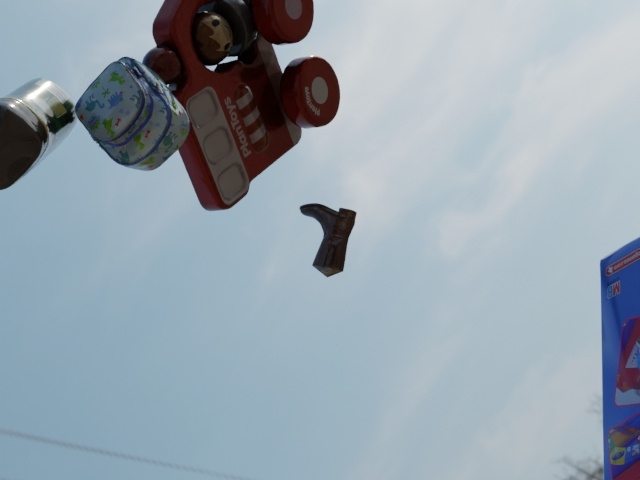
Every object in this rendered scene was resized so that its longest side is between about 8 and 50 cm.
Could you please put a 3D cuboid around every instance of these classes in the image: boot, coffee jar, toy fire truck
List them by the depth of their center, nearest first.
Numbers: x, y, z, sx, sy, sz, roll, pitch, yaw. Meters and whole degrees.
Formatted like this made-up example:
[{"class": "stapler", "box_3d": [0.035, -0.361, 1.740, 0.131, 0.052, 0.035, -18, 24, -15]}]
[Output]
[{"class": "coffee jar", "box_3d": [-0.331, -0.118, 1.210, 0.096, 0.079, 0.184, -44, 11, 13]}, {"class": "toy fire truck", "box_3d": [-0.124, -0.222, 1.488, 0.254, 0.169, 0.302, -46, -55, -44]}, {"class": "boot", "box_3d": [0.000, 0.000, 1.794, 0.037, 0.106, 0.114, 37, -116, -58]}]

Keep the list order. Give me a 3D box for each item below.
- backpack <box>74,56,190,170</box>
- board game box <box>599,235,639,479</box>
[{"class": "backpack", "box_3d": [-0.215, -0.139, 1.254, 0.105, 0.114, 0.084, -46, -20, 11]}, {"class": "board game box", "box_3d": [0.276, 0.058, 0.542, 0.347, 0.078, 0.233, 138, 144, -56]}]
